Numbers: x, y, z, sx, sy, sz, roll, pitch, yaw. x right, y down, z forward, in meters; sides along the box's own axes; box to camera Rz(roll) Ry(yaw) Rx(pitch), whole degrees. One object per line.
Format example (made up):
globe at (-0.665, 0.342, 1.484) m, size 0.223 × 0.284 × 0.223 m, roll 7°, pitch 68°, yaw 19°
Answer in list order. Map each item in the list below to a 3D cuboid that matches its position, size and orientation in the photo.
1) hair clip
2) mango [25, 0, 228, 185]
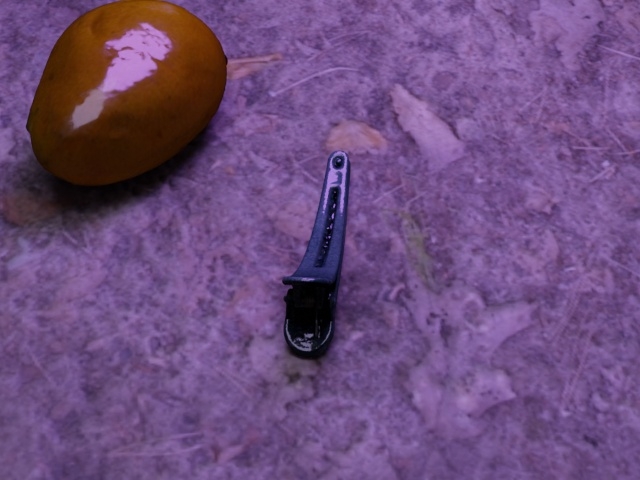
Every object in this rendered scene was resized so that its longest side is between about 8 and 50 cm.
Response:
hair clip at (0.000, 0.000, 1.369) m, size 0.039 × 0.070 × 0.229 m, roll 1°, pitch 31°, yaw 6°
mango at (-0.171, -0.125, 1.475) m, size 0.147 × 0.109 × 0.227 m, roll 37°, pitch 46°, yaw 5°
